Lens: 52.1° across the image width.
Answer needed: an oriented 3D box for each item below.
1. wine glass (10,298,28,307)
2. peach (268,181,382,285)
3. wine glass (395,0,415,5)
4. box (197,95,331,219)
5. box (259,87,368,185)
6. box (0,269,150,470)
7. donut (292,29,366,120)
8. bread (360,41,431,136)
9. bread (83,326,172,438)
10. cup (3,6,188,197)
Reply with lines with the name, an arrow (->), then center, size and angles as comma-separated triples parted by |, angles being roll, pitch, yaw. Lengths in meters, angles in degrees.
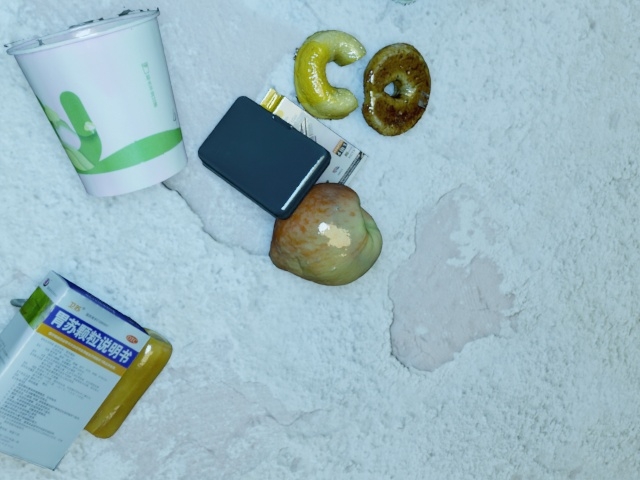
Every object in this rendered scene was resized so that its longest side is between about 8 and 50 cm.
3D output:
wine glass -> -0.557, 0.210, 1.226 | 0.066, 0.066, 0.198 | 6, 101, -21
peach -> 0.000, 0.000, 1.299 | 0.232, 0.232, 0.233 | -4, 103, -19
wine glass -> 0.219, -0.539, 1.176 | 0.190, 0.357, 0.191 | -4, 101, -20
box -> -0.109, -0.158, 1.237 | 0.230, 0.050, 0.160 | 36, 88, 20
box -> -0.034, -0.186, 1.331 | 0.247, 0.033, 0.129 | 32, 98, -23
box -> -0.486, 0.234, 1.183 | 0.299, 0.106, 0.200 | -56, 132, -11
donut -> 0.018, -0.332, 1.302 | 0.146, 0.078, 0.181 | 10, 97, -24
bread -> 0.152, -0.308, 1.341 | 0.193, 0.064, 0.193 | -14, 113, -35
bread -> -0.389, 0.288, 1.298 | 0.092, 0.074, 0.239 | 36, 89, -28
cup -> -0.355, -0.233, 1.115 | 0.253, 0.253, 0.274 | -21, 117, -14
